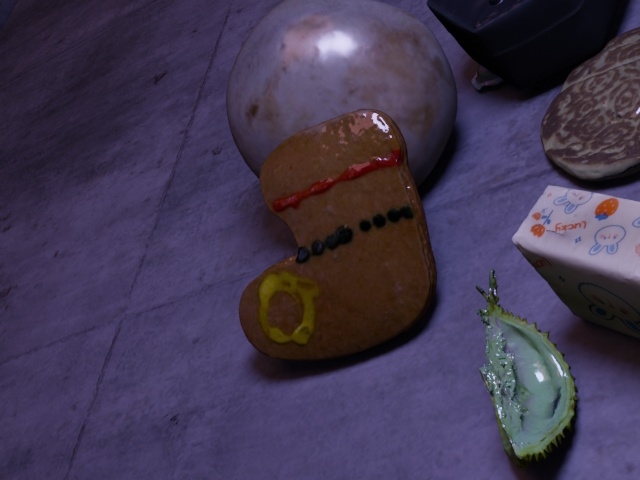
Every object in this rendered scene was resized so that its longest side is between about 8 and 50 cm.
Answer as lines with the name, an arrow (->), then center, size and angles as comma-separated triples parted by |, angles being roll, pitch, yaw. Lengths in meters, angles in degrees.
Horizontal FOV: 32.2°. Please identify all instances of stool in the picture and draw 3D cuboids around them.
stool -> 0.261, -0.320, 1.402 | 0.232, 0.141, 0.232 | -24, 47, 28

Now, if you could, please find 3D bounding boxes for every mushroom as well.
mushroom -> 0.029, -0.182, 1.458 | 0.297, 0.297, 0.290 | -34, 7, 14

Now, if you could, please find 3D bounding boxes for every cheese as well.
cheese -> 0.253, -0.245, 1.486 | 0.120, 0.026, 0.067 | -36, 34, 10

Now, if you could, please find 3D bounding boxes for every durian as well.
durian -> 0.191, 0.131, 1.067 | 0.086, 0.100, 0.215 | -25, 44, 21

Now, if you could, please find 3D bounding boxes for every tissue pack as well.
tissue pack -> 0.297, 0.031, 1.025 | 0.196, 0.148, 0.092 | 17, 69, 53

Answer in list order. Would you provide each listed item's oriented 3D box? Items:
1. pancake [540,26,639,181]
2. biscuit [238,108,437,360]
pancake -> 0.361, -0.163, 1.276 | 0.250, 0.031, 0.250 | -28, 36, 22
biscuit -> -0.001, 0.000, 1.303 | 0.262, 0.052, 0.277 | -13, 88, 27
